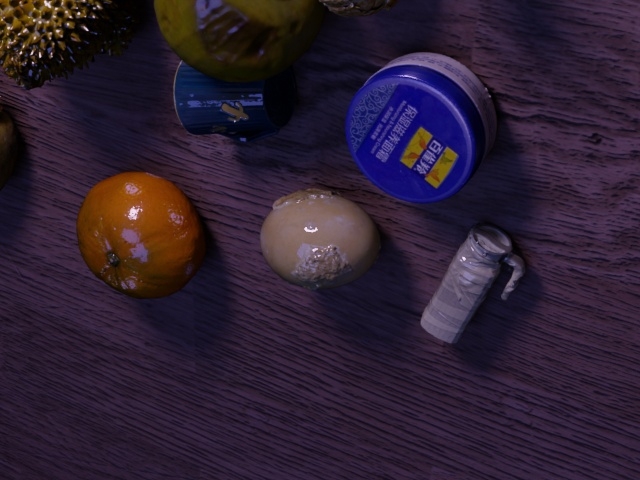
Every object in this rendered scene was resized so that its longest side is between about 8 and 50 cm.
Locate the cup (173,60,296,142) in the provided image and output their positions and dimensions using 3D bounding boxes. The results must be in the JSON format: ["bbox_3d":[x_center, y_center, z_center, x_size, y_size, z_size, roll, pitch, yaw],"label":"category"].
[{"bbox_3d":[-0.122,-0.218,1.992,0.155,0.131,0.176,2,149,28],"label":"cup"}]

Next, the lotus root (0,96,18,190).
[{"bbox_3d":[-0.628,-0.178,2.322,0.154,0.154,0.278,35,131,10],"label":"lotus root"}]

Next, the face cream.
[{"bbox_3d":[0.148,-0.166,1.842,0.206,0.111,0.206,17,127,23],"label":"face cream"}]

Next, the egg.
[{"bbox_3d":[-0.001,-0.002,2.017,0.202,0.164,0.164,6,122,29],"label":"egg"}]

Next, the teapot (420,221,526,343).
[{"bbox_3d":[0.239,0.073,1.962,0.107,0.077,0.200,31,131,8],"label":"teapot"}]

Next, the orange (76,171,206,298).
[{"bbox_3d":[-0.318,-0.005,2.214,0.240,0.171,0.240,18,128,25],"label":"orange"}]

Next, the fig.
[{"bbox_3d":[-0.126,-0.338,1.840,0.239,0.239,0.271,56,158,-9],"label":"fig"}]

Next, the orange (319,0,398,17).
[{"bbox_3d":[0.051,-0.382,1.747,0.134,0.157,0.156,-121,32,-43],"label":"orange"}]

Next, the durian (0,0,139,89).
[{"bbox_3d":[-0.412,-0.377,1.994,0.293,0.258,0.258,-31,99,37],"label":"durian"}]
